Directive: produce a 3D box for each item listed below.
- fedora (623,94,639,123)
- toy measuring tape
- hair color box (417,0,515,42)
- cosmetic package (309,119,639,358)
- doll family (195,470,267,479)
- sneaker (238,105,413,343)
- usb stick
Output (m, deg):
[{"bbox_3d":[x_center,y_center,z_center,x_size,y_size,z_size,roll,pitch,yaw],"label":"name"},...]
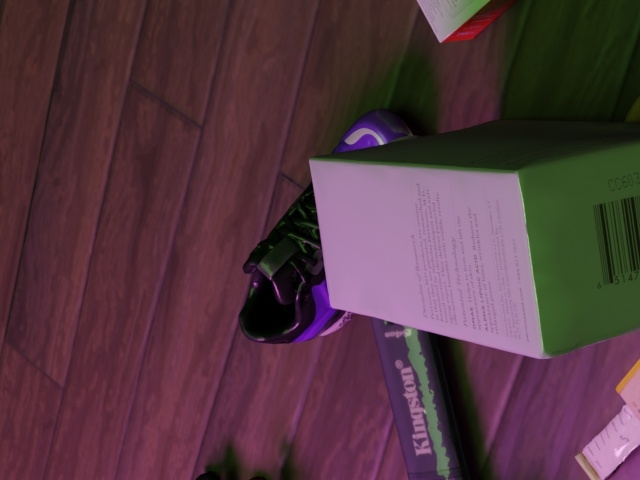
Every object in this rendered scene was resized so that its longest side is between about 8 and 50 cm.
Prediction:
[{"bbox_3d":[0.343,-0.055,1.623,0.194,0.079,0.194,10,104,48],"label":"fedora"},{"bbox_3d":[0.327,0.127,1.692,0.121,0.121,0.330,56,155,18],"label":"toy measuring tape"},{"bbox_3d":[0.158,-0.268,1.761,0.167,0.053,0.093,-39,73,43],"label":"hair color box"},{"bbox_3d":[0.168,-0.014,1.624,0.385,0.217,0.156,-172,72,-67],"label":"cosmetic package"},{"bbox_3d":[-0.097,0.311,2.142,0.193,0.076,0.111,2,98,38],"label":"doll family"},{"bbox_3d":[0.000,0.001,1.913,0.102,0.146,0.293,44,127,26],"label":"sneaker"},{"bbox_3d":[0.107,0.179,1.929,0.077,0.045,0.278,-11,93,45],"label":"usb stick"}]
